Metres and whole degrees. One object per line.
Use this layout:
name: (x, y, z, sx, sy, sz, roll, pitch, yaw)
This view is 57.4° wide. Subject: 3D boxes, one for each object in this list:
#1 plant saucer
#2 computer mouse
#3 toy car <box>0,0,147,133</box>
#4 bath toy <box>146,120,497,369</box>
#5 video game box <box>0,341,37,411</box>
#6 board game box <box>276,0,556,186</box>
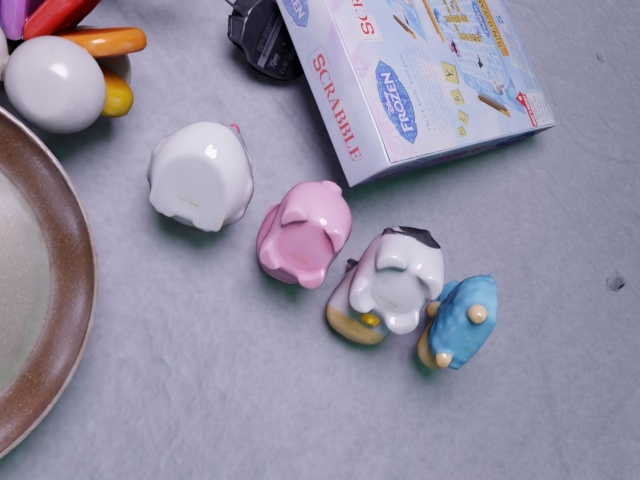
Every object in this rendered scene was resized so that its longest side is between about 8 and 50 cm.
plant saucer: (-0.320, 0.030, 0.402, 0.310, 0.050, 0.311, 1, 88, -31)
computer mouse: (-0.097, -0.234, 0.582, 0.242, 0.041, 0.071, 28, 88, -45)
toy car: (-0.235, -0.180, 0.483, 0.181, 0.159, 0.136, 21, 111, -16)
bath toy: (0.000, 0.000, 0.571, 0.348, 0.151, 0.129, 31, 32, -10)
video game box: (-0.343, 0.134, 0.450, 0.187, 0.048, 0.205, 41, 68, -12)
board game box: (0.102, -0.242, 0.650, 0.318, 0.066, 0.319, -17, 85, -40)
